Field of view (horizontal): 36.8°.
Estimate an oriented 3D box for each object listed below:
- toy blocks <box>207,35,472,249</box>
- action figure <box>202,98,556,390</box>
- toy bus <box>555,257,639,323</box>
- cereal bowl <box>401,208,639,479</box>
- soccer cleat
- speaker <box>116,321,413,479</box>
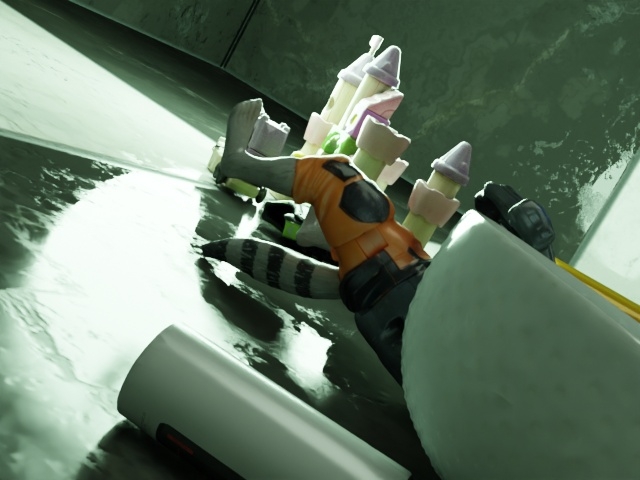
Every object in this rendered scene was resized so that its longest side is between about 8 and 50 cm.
[{"bbox_3d":[0.035,-0.155,1.306,0.309,0.260,0.288,25,11,-21],"label":"toy blocks"},{"bbox_3d":[0.073,0.062,0.788,0.330,0.178,0.341,42,-14,30],"label":"action figure"},{"bbox_3d":[0.298,0.122,1.012,0.332,0.130,0.108,30,10,4],"label":"toy bus"},{"bbox_3d":[0.172,0.137,0.491,0.339,0.141,0.339,36,9,-7],"label":"cereal bowl"},{"bbox_3d":[0.000,0.000,1.034,0.072,0.060,0.179,9,14,-38],"label":"soccer cleat"},{"bbox_3d":[-0.027,0.094,0.450,0.136,0.055,0.055,32,10,14],"label":"speaker"}]
